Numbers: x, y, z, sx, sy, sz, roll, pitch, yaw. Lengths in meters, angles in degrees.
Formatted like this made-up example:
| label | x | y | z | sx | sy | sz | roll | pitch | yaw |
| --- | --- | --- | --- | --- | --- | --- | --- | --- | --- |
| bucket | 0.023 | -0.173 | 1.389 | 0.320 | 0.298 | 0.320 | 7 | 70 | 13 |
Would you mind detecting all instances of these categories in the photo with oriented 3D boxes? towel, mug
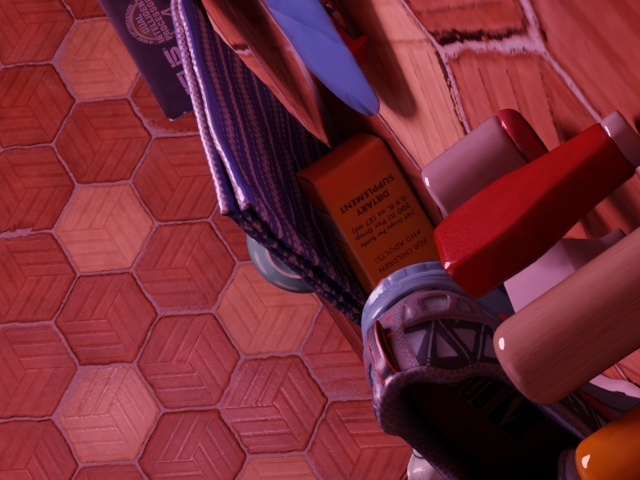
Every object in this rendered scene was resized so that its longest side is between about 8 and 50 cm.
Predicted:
| label | x | y | z | sx | sy | sz | roll | pitch | yaw |
| --- | --- | --- | --- | --- | --- | --- | --- | --- | --- |
| towel | -0.027 | -0.063 | 1.048 | 0.336 | 0.040 | 0.243 | 43 | -154 | -57 |
| mug | -0.006 | -0.008 | 1.257 | 0.097 | 0.157 | 0.130 | -67 | -35 | -74 |

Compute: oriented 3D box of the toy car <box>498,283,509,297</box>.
| label | x | y | z | sx | sy | sz | roll | pitch | yaw |
| --- | --- | --- | --- | --- | --- | --- | --- | --- | --- |
| toy car | 0.119 | -0.004 | 0.755 | 0.122 | 0.060 | 0.041 | 94 | -170 | -54 |

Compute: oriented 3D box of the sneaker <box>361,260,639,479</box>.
| label | x | y | z | sx | sy | sz | roll | pitch | yaw |
| --- | --- | --- | --- | --- | --- | --- | --- | --- | --- |
| sneaker | 0.123 | 0.125 | 0.563 | 0.262 | 0.104 | 0.125 | 34 | -158 | -5 |

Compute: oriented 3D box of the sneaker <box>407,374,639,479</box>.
| label | x | y | z | sx | sy | sz | roll | pitch | yaw |
| --- | --- | --- | --- | --- | --- | --- | --- | --- | --- |
| sneaker | 0.145 | 0.154 | 0.736 | 0.094 | 0.151 | 0.256 | 60 | 173 | -19 |

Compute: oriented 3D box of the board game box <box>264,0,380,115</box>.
| label | x | y | z | sx | sy | sz | roll | pitch | yaw |
| --- | --- | --- | --- | --- | --- | --- | --- | --- | --- |
| board game box | 0.000 | -0.166 | 0.802 | 0.169 | 0.033 | 0.133 | 54 | 172 | -34 |

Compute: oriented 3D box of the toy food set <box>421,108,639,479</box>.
| label | x | y | z | sx | sy | sz | roll | pitch | yaw |
| --- | --- | --- | --- | --- | --- | --- | --- | --- | --- |
| toy food set | 0.123 | 0.001 | 0.499 | 0.111 | 0.104 | 0.232 | 44 | -161 | -25 |

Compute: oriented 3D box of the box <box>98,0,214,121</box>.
| label | x | y | z | sx | sy | sz | roll | pitch | yaw |
| --- | --- | --- | --- | --- | --- | --- | --- | --- | --- |
| box | -0.228 | -0.362 | 1.134 | 0.318 | 0.097 | 0.395 | 63 | 180 | 43 |

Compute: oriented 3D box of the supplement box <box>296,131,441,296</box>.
| label | x | y | z | sx | sy | sz | roll | pitch | yaw |
| --- | --- | --- | --- | --- | --- | --- | --- | --- | --- |
| supplement box | 0.073 | 0.021 | 0.998 | 0.233 | 0.078 | 0.080 | 58 | 173 | -18 |
